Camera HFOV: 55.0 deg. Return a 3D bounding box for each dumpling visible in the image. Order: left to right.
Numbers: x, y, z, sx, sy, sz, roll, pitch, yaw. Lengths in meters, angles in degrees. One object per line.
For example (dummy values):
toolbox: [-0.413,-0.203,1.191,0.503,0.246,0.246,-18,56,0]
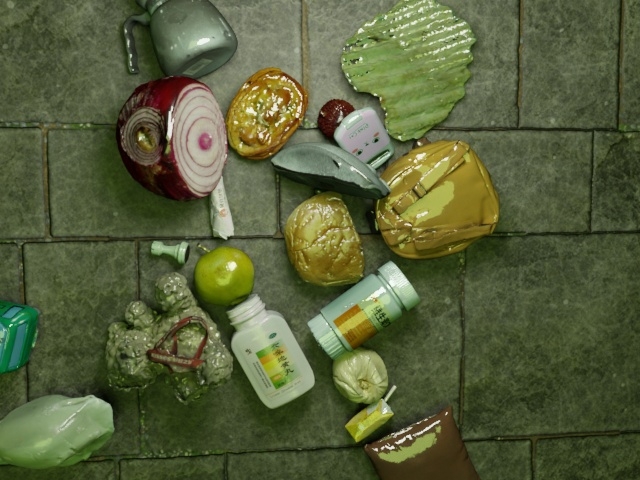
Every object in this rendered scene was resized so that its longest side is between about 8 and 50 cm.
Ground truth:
dumpling: [-0.768,0.542,1.752,0.321,0.270,0.211,-1,72,17]

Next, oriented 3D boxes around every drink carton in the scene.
drink carton: [0.174,0.538,1.908,0.200,0.084,0.074,-37,76,-1]

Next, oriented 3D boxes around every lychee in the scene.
lychee: [0.055,-0.347,1.797,0.129,0.123,0.123,42,89,-24]

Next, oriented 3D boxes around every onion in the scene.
onion: [-0.424,-0.272,1.673,0.260,0.282,0.336,2,107,22]

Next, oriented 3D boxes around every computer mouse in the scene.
computer mouse: [0.033,-0.206,1.713,0.374,0.203,0.114,17,85,30]

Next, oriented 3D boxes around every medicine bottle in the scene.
medicine bottle: [-0.159,0.323,1.830,0.179,0.124,0.324,-28,96,-4]
medicine bottle: [0.126,0.212,1.833,0.318,0.158,0.158,-35,98,-2]

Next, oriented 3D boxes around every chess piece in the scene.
chess piece: [-0.441,0.029,1.803,0.103,0.067,0.067,10,94,1]

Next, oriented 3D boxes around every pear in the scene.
pear: [-0.288,0.085,1.787,0.180,0.166,0.216,-35,67,7]

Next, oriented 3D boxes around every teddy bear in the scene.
teddy bear: [-0.462,0.319,1.756,0.368,0.224,0.357,-31,84,-1]

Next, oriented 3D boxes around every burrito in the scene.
burrito: [-0.301,-0.103,1.807,0.064,0.064,0.203,-11,98,-5]

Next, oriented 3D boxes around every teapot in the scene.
teapot: [-0.404,-0.597,1.711,0.223,0.305,0.285,-26,91,-40]

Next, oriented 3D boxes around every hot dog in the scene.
hot dog: [-0.160,-0.362,1.770,0.196,0.122,0.272,38,88,-7]

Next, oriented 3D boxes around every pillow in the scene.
pillow: [0.329,0.710,1.925,0.308,0.108,0.305,-25,99,-4]

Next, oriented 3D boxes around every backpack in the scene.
backpack: [0.324,-0.122,1.805,0.378,0.201,0.353,-20,98,-7]

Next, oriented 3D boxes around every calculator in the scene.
calculator: [0.130,-0.284,1.782,0.141,0.045,0.246,-35,141,3]

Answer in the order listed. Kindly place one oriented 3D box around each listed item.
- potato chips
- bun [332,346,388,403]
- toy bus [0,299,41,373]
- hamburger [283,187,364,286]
potato chips: [0.271,-0.519,1.813,0.389,0.097,0.373,-43,98,-5]
bun: [0.121,0.413,1.874,0.164,0.111,0.188,-19,93,-7]
toy bus: [-0.979,0.249,1.693,0.344,0.199,0.183,13,94,-6]
hamburger: [0.000,0.000,1.815,0.211,0.132,0.308,-16,98,-8]
